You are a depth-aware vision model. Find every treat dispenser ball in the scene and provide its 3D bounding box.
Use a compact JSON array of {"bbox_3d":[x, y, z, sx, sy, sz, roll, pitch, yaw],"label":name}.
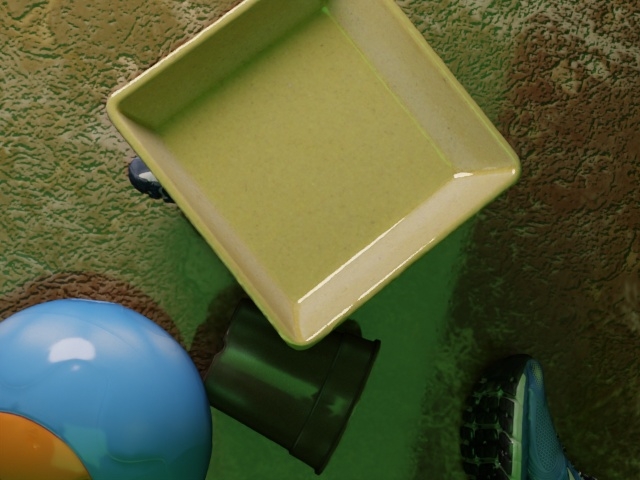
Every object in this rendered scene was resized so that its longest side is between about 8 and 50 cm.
[{"bbox_3d":[-0.258,0.205,1.808,0.288,0.288,0.288,-1,95,-8],"label":"treat dispenser ball"}]

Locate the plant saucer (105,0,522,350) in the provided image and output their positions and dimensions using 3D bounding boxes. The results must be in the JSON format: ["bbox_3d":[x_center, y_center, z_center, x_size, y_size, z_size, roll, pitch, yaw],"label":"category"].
[{"bbox_3d":[-0.008,-0.100,1.830,0.332,0.081,0.333,-38,89,-16],"label":"plant saucer"}]

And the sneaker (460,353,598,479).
[{"bbox_3d":[0.260,0.289,1.989,0.147,0.130,0.330,-12,100,-21],"label":"sneaker"}]

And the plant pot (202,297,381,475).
[{"bbox_3d":[-0.041,0.153,1.908,0.165,0.167,0.167,25,91,-1],"label":"plant pot"}]

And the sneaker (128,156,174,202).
[{"bbox_3d":[-0.080,-0.113,1.912,0.283,0.110,0.122,-9,84,-14],"label":"sneaker"}]
